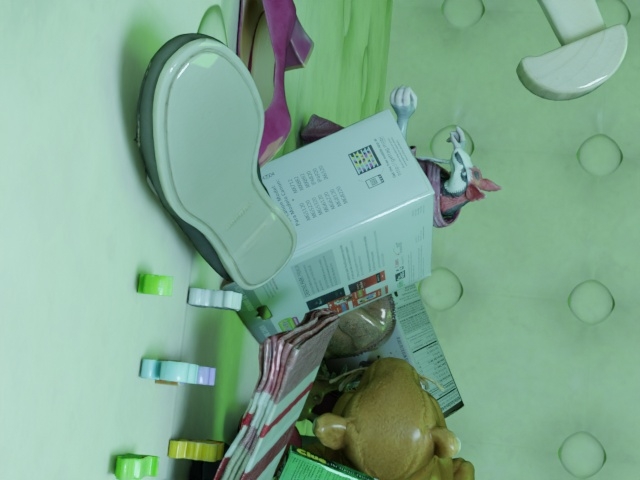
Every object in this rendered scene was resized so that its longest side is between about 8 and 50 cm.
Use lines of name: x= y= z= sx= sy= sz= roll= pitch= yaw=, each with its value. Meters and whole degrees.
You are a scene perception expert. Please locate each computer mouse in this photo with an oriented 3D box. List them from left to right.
computer mouse: x=-0.122 y=0.256 z=0.942 sx=0.242 sy=0.041 sz=0.071 roll=4 pitch=92 yaw=-82

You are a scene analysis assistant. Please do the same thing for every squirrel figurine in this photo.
squirrel figurine: x=0.084 y=0.366 z=1.246 sx=0.370 sy=0.280 sz=0.397 roll=95 pitch=10 yaw=-51

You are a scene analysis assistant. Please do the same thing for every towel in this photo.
towel: x=-0.072 y=0.232 z=0.949 sx=0.237 sy=0.037 sz=0.329 roll=-10 pitch=123 yaw=-78

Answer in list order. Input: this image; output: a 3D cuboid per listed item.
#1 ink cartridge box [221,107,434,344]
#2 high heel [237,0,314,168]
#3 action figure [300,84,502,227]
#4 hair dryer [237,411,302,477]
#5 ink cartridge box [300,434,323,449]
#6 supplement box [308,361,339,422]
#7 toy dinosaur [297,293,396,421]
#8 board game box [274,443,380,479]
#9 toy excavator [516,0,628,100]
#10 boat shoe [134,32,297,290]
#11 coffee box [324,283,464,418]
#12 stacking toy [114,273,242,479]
ink cartridge box: x=0.000 y=0.000 z=1.191 sx=0.309 sy=0.271 sz=0.130 roll=75 pitch=-10 yaw=-69
high heel: x=-0.076 y=-0.179 z=0.986 sx=0.117 sy=0.082 sz=0.244 roll=50 pitch=51 yaw=-38
action figure: x=0.109 y=-0.083 z=1.430 sx=0.248 sy=0.370 sz=0.276 roll=21 pitch=88 yaw=-43
hair dryer: x=-0.074 y=0.330 z=1.187 sx=0.224 sy=0.080 sz=0.294 roll=-73 pitch=165 yaw=-61
ink cartridge box: x=0.003 y=0.452 z=1.571 sx=0.087 sy=0.153 sz=0.209 roll=-12 pitch=107 yaw=-83
supplement box: x=0.021 y=0.257 z=1.688 sx=0.081 sy=0.104 sz=0.188 roll=-58 pitch=-174 yaw=28
toy dinosaur: x=0.042 y=0.145 z=1.444 sx=0.127 sy=0.295 sz=0.200 roll=-14 pitch=69 yaw=-57
board game box: x=-0.026 y=0.382 z=1.073 sx=0.030 sy=0.136 sz=0.260 roll=-108 pitch=-138 yaw=-83
toy excavator: x=0.161 y=-0.405 z=1.136 sx=0.222 sy=0.444 sz=0.433 roll=-5 pitch=99 yaw=-82
boat shoe: x=-0.103 y=-0.064 z=0.790 sx=0.112 sy=0.095 sz=0.335 roll=-45 pitch=154 yaw=-16
coffee box: x=0.101 y=0.182 z=1.561 sx=0.119 sy=0.168 sz=0.297 roll=-12 pitch=80 yaw=-58
stacking toy: x=-0.122 y=0.121 z=0.821 sx=0.221 sy=0.052 sz=0.167 roll=48 pitch=47 yaw=-79
